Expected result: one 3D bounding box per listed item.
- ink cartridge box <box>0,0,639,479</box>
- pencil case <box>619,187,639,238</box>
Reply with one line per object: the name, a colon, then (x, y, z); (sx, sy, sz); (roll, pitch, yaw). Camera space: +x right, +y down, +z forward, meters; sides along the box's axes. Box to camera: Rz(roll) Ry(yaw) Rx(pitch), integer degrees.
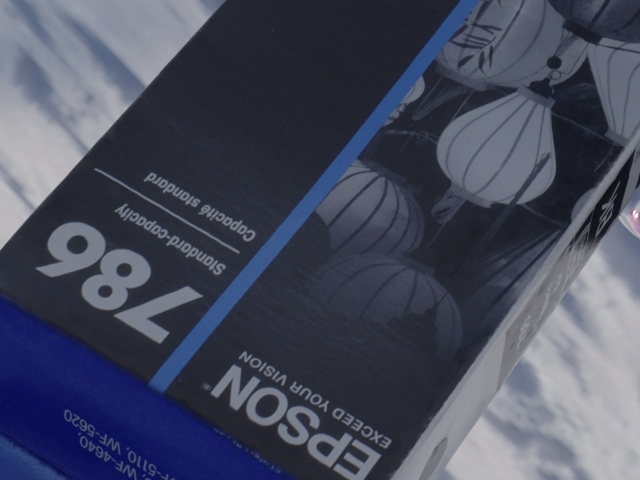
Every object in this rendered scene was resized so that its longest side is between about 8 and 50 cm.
ink cartridge box: (0.000, 0.000, 0.663); (0.165, 0.332, 0.065); (29, 153, 16)
pencil case: (0.284, 0.009, 0.989); (0.273, 0.124, 0.113); (40, -160, -2)
